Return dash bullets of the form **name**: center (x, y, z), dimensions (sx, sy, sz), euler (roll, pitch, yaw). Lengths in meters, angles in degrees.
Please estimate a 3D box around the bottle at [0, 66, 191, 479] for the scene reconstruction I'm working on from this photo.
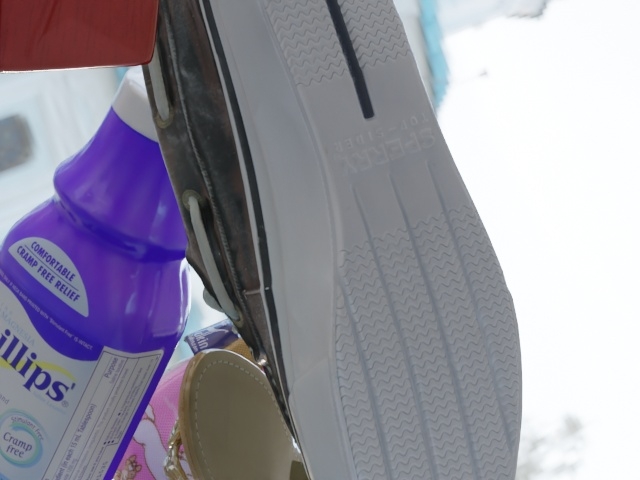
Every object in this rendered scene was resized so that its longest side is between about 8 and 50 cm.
- **bottle**: center (-0.136, 0.038, 1.040), dimensions (0.118, 0.092, 0.282), euler (38, -67, 26)

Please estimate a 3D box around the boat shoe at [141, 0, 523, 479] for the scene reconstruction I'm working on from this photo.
- **boat shoe**: center (0.000, 0.000, 0.842), dimensions (0.119, 0.121, 0.335), euler (-15, -92, 50)

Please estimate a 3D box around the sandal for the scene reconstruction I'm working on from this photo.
- **sandal**: center (-0.052, 0.136, 1.050), dimensions (0.079, 0.088, 0.240), euler (0, -27, 29)

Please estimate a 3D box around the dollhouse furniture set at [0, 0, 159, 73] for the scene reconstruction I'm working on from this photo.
- **dollhouse furniture set**: center (-0.120, -0.216, 0.541), dimensions (0.152, 0.201, 0.374), euler (-129, -140, -51)

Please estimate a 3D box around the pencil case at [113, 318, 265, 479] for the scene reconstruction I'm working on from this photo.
- **pencil case**: center (0.023, 0.231, 1.203), dimensions (0.386, 0.160, 0.167), euler (51, -55, 12)
